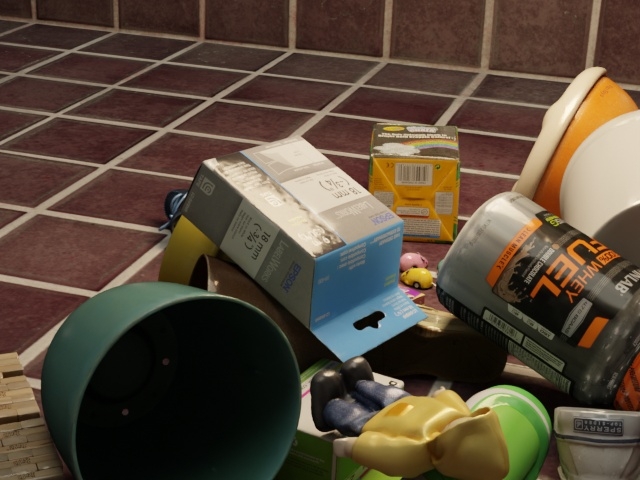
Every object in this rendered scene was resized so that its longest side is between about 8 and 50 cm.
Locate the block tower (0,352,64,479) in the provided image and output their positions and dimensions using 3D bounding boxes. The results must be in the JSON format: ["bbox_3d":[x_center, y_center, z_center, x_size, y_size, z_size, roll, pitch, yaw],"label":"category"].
[{"bbox_3d":[-0.398,0.261,1.508,0.097,0.091,0.335,-7,25,-21],"label":"block tower"}]

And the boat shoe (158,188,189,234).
[{"bbox_3d":[-0.242,-0.039,2.227,0.089,0.109,0.258,1,17,-33],"label":"boat shoe"}]

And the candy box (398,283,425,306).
[{"bbox_3d":[0.071,0.099,1.997,0.109,0.053,0.187,-19,29,-41],"label":"candy box"}]

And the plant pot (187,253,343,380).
[{"bbox_3d":[-0.077,0.144,1.710,0.230,0.215,0.215,10,20,-15],"label":"plant pot"}]

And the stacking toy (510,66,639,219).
[{"bbox_3d":[0.641,-0.090,2.290,0.480,0.350,0.350,29,30,15],"label":"stacking toy"}]

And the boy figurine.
[{"bbox_3d":[0.099,0.214,1.362,0.177,0.092,0.285,-18,16,-30],"label":"boy figurine"}]

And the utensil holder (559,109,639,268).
[{"bbox_3d":[0.561,-0.007,1.950,0.328,0.327,0.385,6,24,9],"label":"utensil holder"}]

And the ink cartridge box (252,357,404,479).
[{"bbox_3d":[0.066,0.261,1.544,0.255,0.097,0.189,13,25,27],"label":"ink cartridge box"}]

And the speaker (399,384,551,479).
[{"bbox_3d":[0.181,0.289,1.436,0.131,0.131,0.296,14,27,26],"label":"speaker"}]

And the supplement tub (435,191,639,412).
[{"bbox_3d":[0.352,0.095,1.702,0.338,0.207,0.207,35,35,24],"label":"supplement tub"}]

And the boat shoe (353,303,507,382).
[{"bbox_3d":[0.135,0.146,1.824,0.302,0.109,0.098,9,18,1],"label":"boat shoe"}]

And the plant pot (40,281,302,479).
[{"bbox_3d":[-0.208,0.182,1.450,0.293,0.293,0.235,-12,18,-31],"label":"plant pot"}]

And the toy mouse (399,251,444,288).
[{"bbox_3d":[0.198,0.046,2.162,0.161,0.031,0.143,18,27,35],"label":"toy mouse"}]

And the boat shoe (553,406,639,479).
[{"bbox_3d":[0.353,0.288,1.467,0.136,0.156,0.367,3,-7,13],"label":"boat shoe"}]

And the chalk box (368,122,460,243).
[{"bbox_3d":[0.189,-0.130,2.405,0.180,0.179,0.289,3,21,4],"label":"chalk box"}]

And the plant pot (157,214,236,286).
[{"bbox_3d":[-0.092,0.046,1.888,0.239,0.254,0.254,25,29,16],"label":"plant pot"}]

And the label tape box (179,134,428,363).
[{"bbox_3d":[0.000,0.000,1.708,0.334,0.106,0.241,41,33,19],"label":"label tape box"}]
